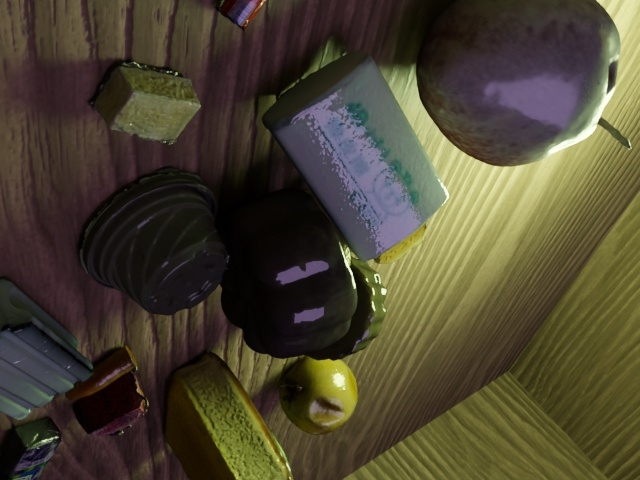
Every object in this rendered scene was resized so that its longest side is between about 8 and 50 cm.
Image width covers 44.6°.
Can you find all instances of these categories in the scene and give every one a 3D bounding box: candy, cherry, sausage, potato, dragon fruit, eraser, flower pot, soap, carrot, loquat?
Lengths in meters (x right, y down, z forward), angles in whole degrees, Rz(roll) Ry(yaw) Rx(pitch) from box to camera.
[{"bbox_3d":[-0.588,0.459,1.476,0.088,0.061,0.312,-7,139,-53],"label":"candy"},{"bbox_3d":[0.327,-0.285,1.292,0.326,0.291,0.335,-30,143,19],"label":"cherry"},{"bbox_3d":[-0.070,-0.330,0.963,0.048,0.050,0.145,27,107,-43],"label":"sausage"},{"bbox_3d":[-0.220,-0.172,0.987,0.122,0.061,0.086,1,135,-53],"label":"potato"},{"bbox_3d":[-0.383,0.316,1.490,0.147,0.102,0.096,-32,147,4],"label":"dragon fruit"},{"bbox_3d":[0.061,-0.129,1.220,0.189,0.104,0.290,-40,120,-8],"label":"eraser"},{"bbox_3d":[-0.232,0.021,1.184,0.235,0.140,0.235,-34,154,-19],"label":"flower pot"},{"bbox_3d":[-0.461,0.170,1.169,0.150,0.094,0.261,-31,154,-9],"label":"soap"},{"bbox_3d":[-0.400,0.249,1.417,0.139,0.048,0.048,-35,154,-8],"label":"carrot"},{"bbox_3d":[-0.005,0.395,2.011,0.213,0.213,0.213,-32,153,-18],"label":"loquat"}]

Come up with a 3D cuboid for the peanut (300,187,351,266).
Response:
[{"bbox_3d":[0.000,0.000,1.390,0.093,0.194,0.083,-14,-172,9],"label":"peanut"}]

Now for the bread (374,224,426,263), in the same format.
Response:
[{"bbox_3d":[0.132,-0.076,1.472,0.224,0.183,0.211,-49,154,21],"label":"bread"}]

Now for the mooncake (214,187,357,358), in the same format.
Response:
[{"bbox_3d":[-0.073,0.058,1.302,0.154,0.306,0.306,-20,148,-26],"label":"mooncake"}]

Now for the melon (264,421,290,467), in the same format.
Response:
[{"bbox_3d":[-0.174,0.549,1.899,0.196,0.323,0.124,-35,138,-15],"label":"melon"}]

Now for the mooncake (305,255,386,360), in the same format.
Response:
[{"bbox_3d":[0.024,0.134,1.621,0.228,0.228,0.124,-46,161,11],"label":"mooncake"}]

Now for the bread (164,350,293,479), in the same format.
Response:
[{"bbox_3d":[-0.207,0.456,1.688,0.143,0.333,0.323,-23,153,-28],"label":"bread"}]
